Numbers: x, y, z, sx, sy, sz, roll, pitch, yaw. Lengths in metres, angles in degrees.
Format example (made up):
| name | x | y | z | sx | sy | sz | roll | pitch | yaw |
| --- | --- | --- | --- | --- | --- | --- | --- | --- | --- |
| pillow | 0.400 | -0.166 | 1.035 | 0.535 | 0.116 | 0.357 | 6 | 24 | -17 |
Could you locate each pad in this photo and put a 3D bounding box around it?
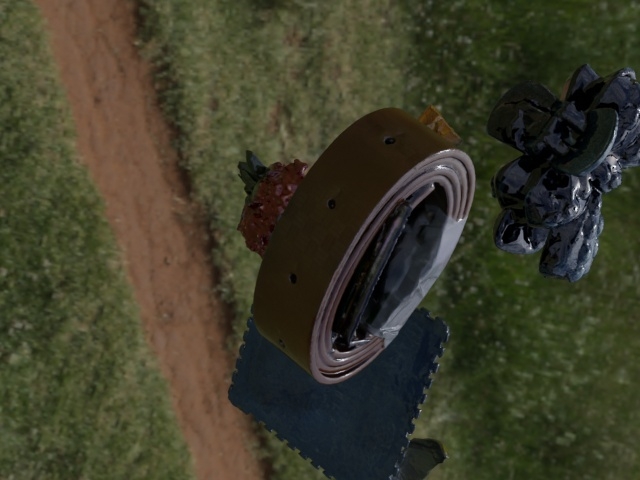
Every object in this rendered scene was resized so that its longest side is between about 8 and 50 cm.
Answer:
| name | x | y | z | sx | sy | sz | roll | pitch | yaw |
| --- | --- | --- | --- | --- | --- | --- | --- | --- | --- |
| pad | 0.009 | 0.146 | 1.208 | 0.012 | 0.269 | 0.269 | -12 | 128 | -49 |

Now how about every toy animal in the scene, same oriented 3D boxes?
| name | x | y | z | sx | sy | sz | roll | pitch | yaw |
| --- | --- | --- | --- | --- | --- | --- | --- | --- | --- |
| toy animal | 0.081 | 0.292 | 1.295 | 0.095 | 0.155 | 0.219 | -40 | 162 | -32 |

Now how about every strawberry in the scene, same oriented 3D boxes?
| name | x | y | z | sx | sy | sz | roll | pitch | yaw |
| --- | --- | --- | --- | --- | --- | --- | --- | --- | --- |
| strawberry | 0.000 | 0.000 | 1.297 | 0.106 | 0.286 | 0.188 | -61 | 173 | -16 |

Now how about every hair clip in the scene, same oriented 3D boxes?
| name | x | y | z | sx | sy | sz | roll | pitch | yaw |
| --- | --- | --- | --- | --- | --- | --- | --- | --- | --- |
| hair clip | 0.345 | -0.105 | 1.361 | 0.206 | 0.194 | 0.310 | 37 | 88 | -40 |

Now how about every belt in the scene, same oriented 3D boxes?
| name | x | y | z | sx | sy | sz | roll | pitch | yaw |
| --- | --- | --- | --- | --- | --- | --- | --- | --- | --- |
| belt | 0.042 | 0.006 | 0.980 | 0.184 | 0.105 | 0.261 | -4 | 124 | -49 |

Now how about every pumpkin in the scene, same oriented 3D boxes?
| name | x | y | z | sx | sy | sz | roll | pitch | yaw |
| --- | --- | --- | --- | --- | --- | --- | --- | --- | --- |
| pumpkin | 0.148 | -0.142 | 1.435 | 0.035 | 0.101 | 0.073 | 22 | 113 | -42 |
